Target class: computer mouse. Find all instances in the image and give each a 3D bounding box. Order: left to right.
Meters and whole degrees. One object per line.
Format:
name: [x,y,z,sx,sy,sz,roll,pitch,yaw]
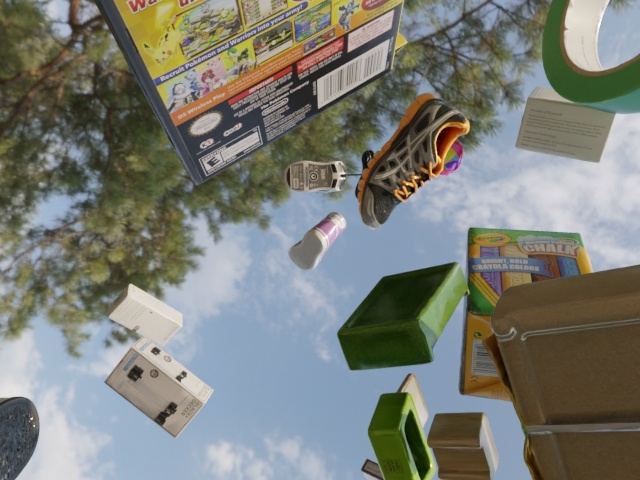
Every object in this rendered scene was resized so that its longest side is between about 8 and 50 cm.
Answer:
computer mouse: [0.019,-0.139,1.008,0.193,0.042,0.106,0,-85,4]

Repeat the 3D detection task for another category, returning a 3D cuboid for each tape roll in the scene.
tape roll: [0.471,-0.352,0.688,0.321,0.077,0.321,-171,-90,-74]

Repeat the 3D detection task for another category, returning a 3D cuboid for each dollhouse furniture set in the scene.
dollhouse furniture set: [0.197,0.123,0.445,0.302,0.151,0.197,-15,-81,31]

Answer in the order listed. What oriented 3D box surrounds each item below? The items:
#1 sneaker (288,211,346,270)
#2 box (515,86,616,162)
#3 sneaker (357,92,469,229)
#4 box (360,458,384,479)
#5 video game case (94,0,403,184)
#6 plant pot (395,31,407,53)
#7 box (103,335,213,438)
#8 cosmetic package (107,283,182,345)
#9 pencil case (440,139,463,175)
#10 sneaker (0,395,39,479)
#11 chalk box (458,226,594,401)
sneaker: [0.001,0.001,1.536,0.102,0.161,0.282,47,-30,-2]
box: [0.564,-0.272,1.086,0.182,0.181,0.119,17,-59,23]
sneaker: [0.129,-0.107,0.679,0.083,0.084,0.214,35,-82,33]
box: [0.188,0.591,1.080,0.136,0.225,0.036,7,-136,38]
video game case: [-0.034,-0.190,0.434,0.275,0.248,0.035,-33,-109,-12]
plant pot: [0.018,-0.420,1.037,0.187,0.212,0.212,55,-26,-7]
box: [-0.506,0.461,1.492,0.290,0.087,0.169,40,-79,-3]
cosmetic package: [-0.616,0.266,1.677,0.117,0.231,0.085,-46,-150,9]
pencil case: [0.294,-0.223,1.292,0.236,0.105,0.104,-150,-105,-77]
sneaker: [-0.419,0.231,0.402,0.179,0.295,0.123,-6,-80,8]
chalk box: [0.325,0.095,0.767,0.179,0.289,0.180,4,-56,17]
